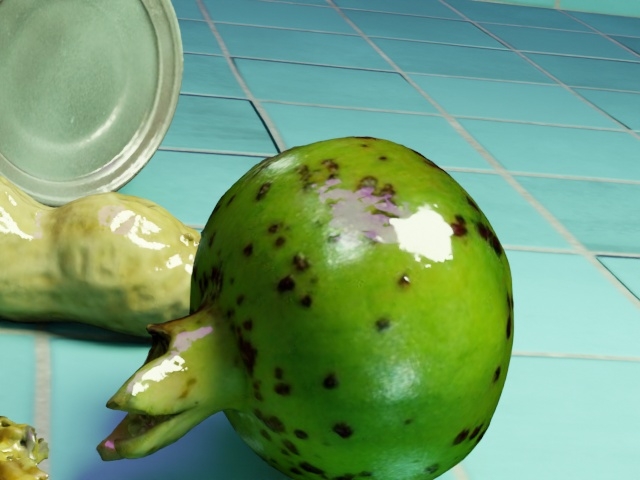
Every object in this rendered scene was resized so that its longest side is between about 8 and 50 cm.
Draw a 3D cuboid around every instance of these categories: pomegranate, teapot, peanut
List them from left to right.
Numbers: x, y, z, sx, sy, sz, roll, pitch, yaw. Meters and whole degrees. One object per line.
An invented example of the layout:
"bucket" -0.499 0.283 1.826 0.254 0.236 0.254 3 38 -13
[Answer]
"teapot" -0.335 -0.147 1.274 0.312 0.233 0.315 16 47 44
"peanut" -0.179 0.011 0.986 0.229 0.103 0.098 9 5 -4
"pomegranate" -0.006 0.049 0.799 0.263 0.211 0.211 -14 26 -24

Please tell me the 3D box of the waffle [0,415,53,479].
"waffle" -0.132 0.139 0.705 0.194 0.051 0.149 13 21 16
